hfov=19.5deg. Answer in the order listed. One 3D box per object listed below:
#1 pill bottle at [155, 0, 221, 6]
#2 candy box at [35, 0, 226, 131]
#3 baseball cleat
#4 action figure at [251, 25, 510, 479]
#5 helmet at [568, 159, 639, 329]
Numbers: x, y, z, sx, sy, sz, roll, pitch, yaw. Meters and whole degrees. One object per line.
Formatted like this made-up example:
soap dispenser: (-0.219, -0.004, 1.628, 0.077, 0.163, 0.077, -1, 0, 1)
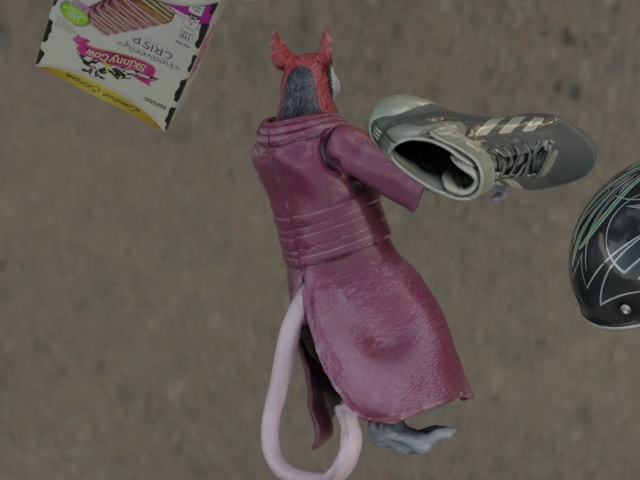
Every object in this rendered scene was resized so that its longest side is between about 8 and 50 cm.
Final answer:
pill bottle: (-0.118, -0.251, 1.352, 0.153, 0.153, 0.265, -44, 33, -18)
candy box: (-0.187, -0.234, 1.890, 0.159, 0.233, 0.071, 27, 52, -1)
baseball cleat: (0.137, -0.061, 1.482, 0.206, 0.072, 0.109, 6, 31, -19)
action figure: (0.000, 0.000, 1.611, 0.276, 0.248, 0.370, -23, 99, -39)
helmet: (0.291, 0.009, 1.538, 0.161, 0.169, 0.169, 26, 63, -19)
